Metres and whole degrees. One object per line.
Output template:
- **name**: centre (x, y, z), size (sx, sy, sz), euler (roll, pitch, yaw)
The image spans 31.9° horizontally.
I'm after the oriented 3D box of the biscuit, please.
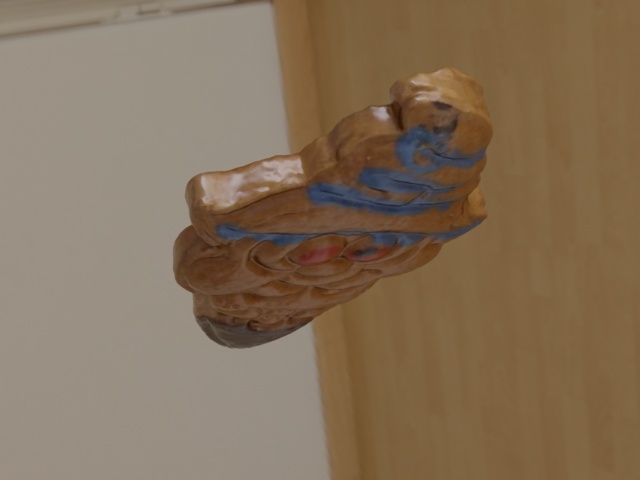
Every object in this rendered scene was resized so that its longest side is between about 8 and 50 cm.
- **biscuit**: centre (0.000, 0.000, 0.593), size (0.280, 0.183, 0.043), euler (-51, 48, 49)
